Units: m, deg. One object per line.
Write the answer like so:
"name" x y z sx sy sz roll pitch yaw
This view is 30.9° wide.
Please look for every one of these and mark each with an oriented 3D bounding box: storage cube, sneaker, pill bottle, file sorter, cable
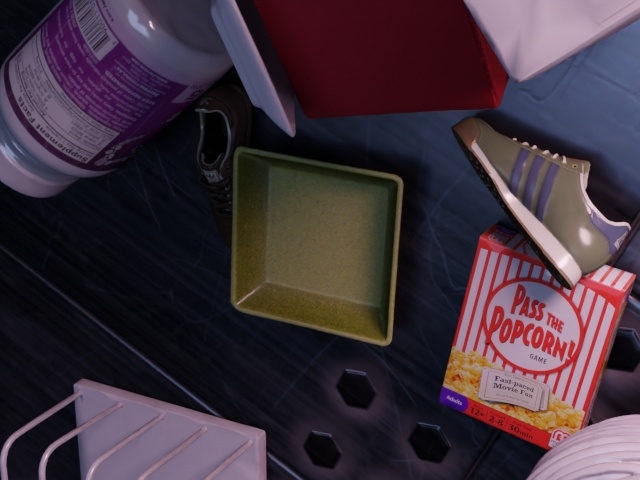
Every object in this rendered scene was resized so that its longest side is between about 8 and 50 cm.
"storage cube" 0.064 -0.235 0.974 0.215 0.183 0.193 -1 133 30
"sneaker" 0.208 -0.052 1.072 0.086 0.064 0.192 -34 69 1
"pill bottle" -0.231 -0.170 1.214 0.301 0.169 0.169 -35 89 35
"file sorter" -0.226 0.315 1.394 0.278 0.173 0.192 11 113 27
"cable" 0.306 0.284 1.097 0.257 0.089 0.257 -7 116 25
"sneaker" -0.107 -0.070 1.238 0.066 0.071 0.188 4 110 29

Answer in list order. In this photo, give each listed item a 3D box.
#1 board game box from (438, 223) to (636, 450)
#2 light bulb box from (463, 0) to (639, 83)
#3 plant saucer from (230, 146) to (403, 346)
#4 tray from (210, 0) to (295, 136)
"board game box" 0.207 0.098 1.133 0.147 0.045 0.193 21 118 22
"light bulb box" 0.193 -0.343 0.782 0.225 0.361 0.358 -30 92 37
"plant saucer" 0.000 0.000 1.212 0.188 0.045 0.188 12 113 22
"tray" -0.062 -0.211 1.029 0.030 0.270 0.145 -19 124 11
